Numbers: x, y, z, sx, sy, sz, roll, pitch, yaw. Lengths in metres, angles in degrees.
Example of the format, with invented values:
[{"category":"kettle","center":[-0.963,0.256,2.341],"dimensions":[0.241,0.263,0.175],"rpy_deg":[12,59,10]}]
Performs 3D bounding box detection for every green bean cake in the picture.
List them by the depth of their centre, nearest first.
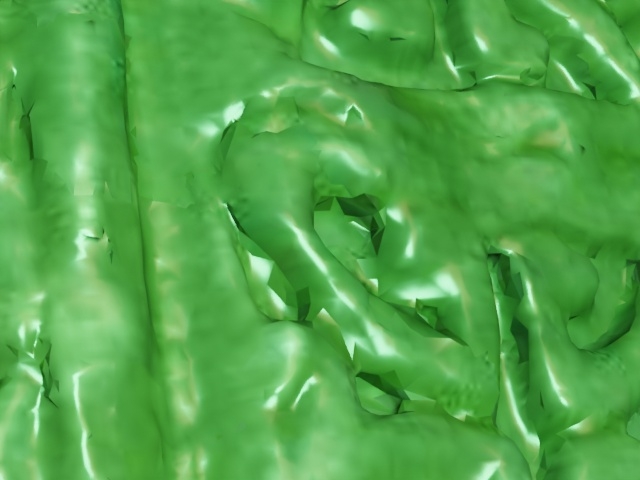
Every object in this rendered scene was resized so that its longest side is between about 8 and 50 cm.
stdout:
[{"category":"green bean cake","center":[0.000,0.000,0.457],"dimensions":[0.255,0.132,0.241],"rpy_deg":[11,60,-34]}]
